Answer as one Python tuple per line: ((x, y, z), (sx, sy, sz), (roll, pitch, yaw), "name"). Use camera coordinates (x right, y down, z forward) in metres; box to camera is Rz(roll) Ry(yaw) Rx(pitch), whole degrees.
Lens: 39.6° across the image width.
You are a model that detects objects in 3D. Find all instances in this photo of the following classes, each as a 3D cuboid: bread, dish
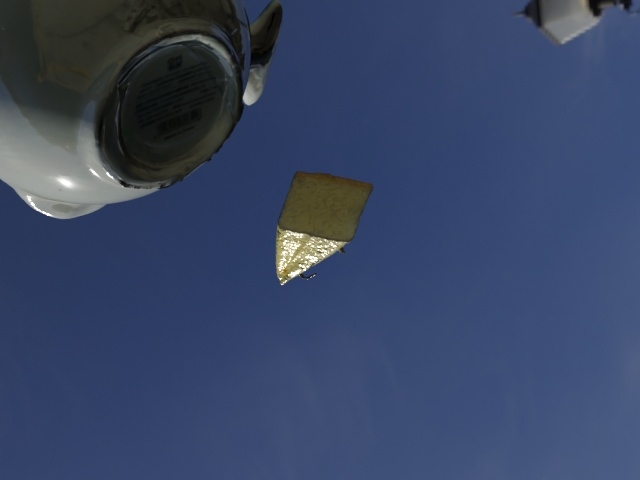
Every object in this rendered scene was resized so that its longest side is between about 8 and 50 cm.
((0.000, 0.000, 0.863), (0.109, 0.080, 0.084), (93, -166, -50), "bread")
((-0.099, -0.096, 0.542), (0.246, 0.078, 0.224), (-16, -46, -44), "dish")
